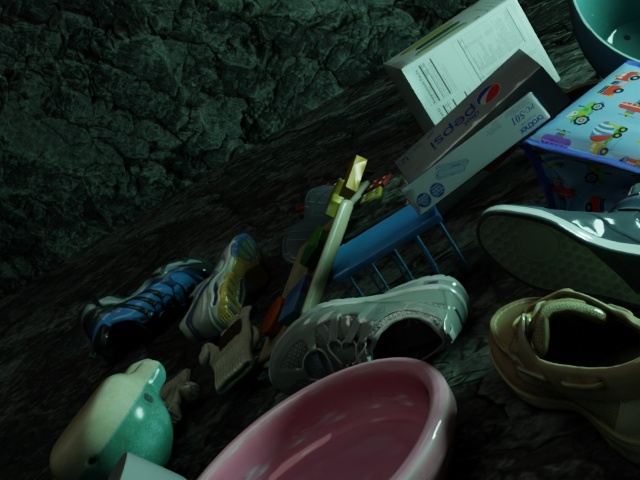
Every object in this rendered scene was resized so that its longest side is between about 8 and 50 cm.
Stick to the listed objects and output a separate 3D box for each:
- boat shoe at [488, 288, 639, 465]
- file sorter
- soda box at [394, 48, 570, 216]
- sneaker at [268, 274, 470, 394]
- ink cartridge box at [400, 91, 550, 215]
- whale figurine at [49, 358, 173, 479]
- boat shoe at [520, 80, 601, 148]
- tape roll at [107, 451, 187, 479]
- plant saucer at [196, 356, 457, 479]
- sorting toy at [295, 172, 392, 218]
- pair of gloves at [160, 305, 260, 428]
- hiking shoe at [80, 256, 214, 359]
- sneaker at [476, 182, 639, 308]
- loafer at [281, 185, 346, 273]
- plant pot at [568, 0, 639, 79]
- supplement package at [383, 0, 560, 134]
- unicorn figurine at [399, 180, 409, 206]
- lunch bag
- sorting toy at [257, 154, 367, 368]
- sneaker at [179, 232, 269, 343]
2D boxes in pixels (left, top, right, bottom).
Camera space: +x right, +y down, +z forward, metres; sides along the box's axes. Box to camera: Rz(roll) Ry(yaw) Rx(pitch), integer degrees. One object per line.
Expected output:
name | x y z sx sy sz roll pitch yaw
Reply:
boat shoe | 0.242 0.095 0.913 0.122 0.110 0.341 -36 15 -9
file sorter | 0.113 0.032 1.390 0.170 0.104 0.118 -31 15 7
soda box | 0.266 -0.178 1.619 0.286 0.091 0.098 -43 29 11
sneaker | 0.049 0.128 1.220 0.281 0.105 0.115 -27 16 21
ink cartridge box | 0.202 -0.113 1.287 0.207 0.046 0.097 -38 -1 9
whale figurine | -0.275 0.268 1.399 0.216 0.141 0.272 -52 5 11
boat shoe | 0.406 -0.219 1.647 0.178 0.064 0.060 -30 17 23
tape roll | -0.214 0.332 1.001 0.219 0.072 0.219 -60 11 20
plant saucer | 0.000 0.251 0.981 0.332 0.084 0.332 -31 14 9
sorting toy | 0.027 -0.088 2.059 0.275 0.046 0.132 -20 20 40
pair of gloves | -0.193 0.213 1.525 0.240 0.042 0.204 -40 14 14
hiking shoe | -0.349 0.149 2.047 0.304 0.113 0.132 -28 45 -3
sneaker | 0.287 -0.010 1.042 0.226 0.086 0.163 18 34 11
loafer | 0.000 0.000 1.805 0.109 0.095 0.302 2 29 10
plant pot | 0.507 -0.325 1.457 0.290 0.290 0.195 -36 -21 -10
supplement package | 0.304 -0.347 1.998 0.263 0.198 0.199 -33 15 1
unicorn figurine | 0.204 -0.115 1.775 0.111 0.060 0.161 -26 33 24
lunch bag | 0.436 -0.115 1.178 0.221 0.138 0.293 -37 24 -23
sorting toy | -0.017 0.025 1.456 0.229 0.041 0.307 -49 18 60
sneaker | -0.187 0.085 1.835 0.131 0.111 0.296 -28 15 21
